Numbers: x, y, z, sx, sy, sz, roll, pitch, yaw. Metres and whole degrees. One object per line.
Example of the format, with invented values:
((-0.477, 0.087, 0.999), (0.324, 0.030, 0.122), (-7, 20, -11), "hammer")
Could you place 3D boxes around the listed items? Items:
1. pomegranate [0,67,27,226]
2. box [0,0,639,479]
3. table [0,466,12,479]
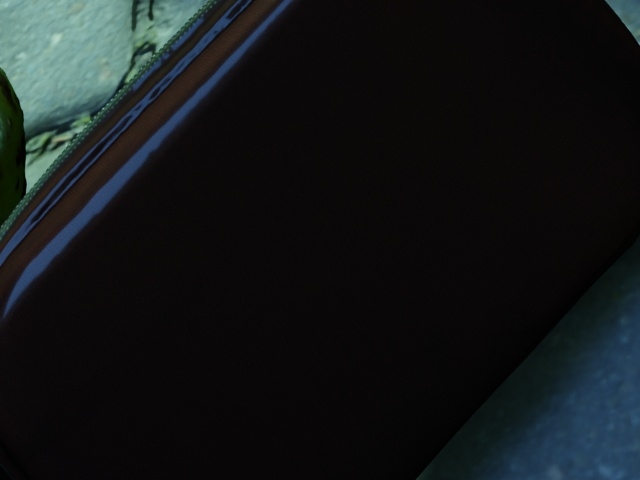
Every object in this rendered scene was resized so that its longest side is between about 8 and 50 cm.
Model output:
((-0.298, -0.067, 1.329), (0.231, 0.231, 0.286), (-19, 40, 22), "pomegranate")
((0.000, 0.000, 1.047), (0.404, 0.263, 0.108), (-46, 14, -8), "box")
((-0.242, 0.179, 1.086), (0.196, 0.250, 0.282), (-12, 53, 27), "table")
